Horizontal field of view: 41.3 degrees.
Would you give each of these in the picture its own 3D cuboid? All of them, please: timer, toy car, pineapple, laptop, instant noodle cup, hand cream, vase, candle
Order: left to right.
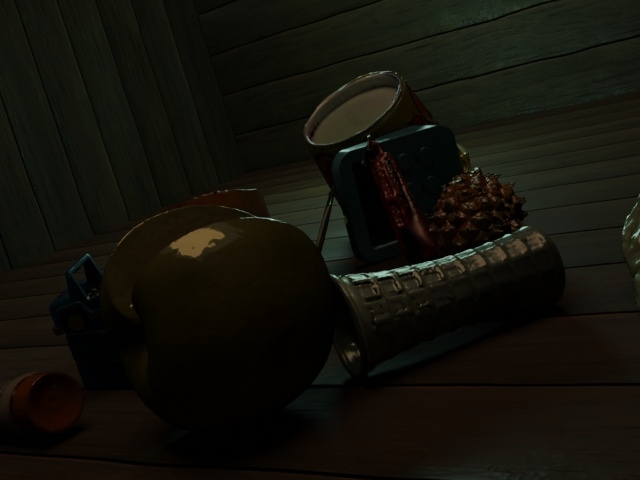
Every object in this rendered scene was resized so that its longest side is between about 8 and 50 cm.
[{"bbox_3d":[-0.468,0.244,1.266,0.140,0.089,0.314,-24,9,-40],"label":"hand cream"},{"bbox_3d":[-0.340,0.071,1.325,0.191,0.100,0.097,-22,16,13],"label":"toy car"},{"bbox_3d":[0.000,0.000,1.586,0.015,0.187,0.269,15,13,0],"label":"laptop"},{"bbox_3d":[0.130,-0.196,1.854,0.326,0.254,0.325,-26,33,18],"label":"instant noodle cup"},{"bbox_3d":[0.142,-0.074,1.534,0.059,0.301,0.084,1,-33,-39],"label":"candle"},{"bbox_3d":[0.159,-0.092,1.664,0.250,0.231,0.091,-22,15,-25],"label":"timer"},{"bbox_3d":[0.164,0.071,1.108,0.299,0.143,0.143,-17,11,-15],"label":"vase"},{"bbox_3d":[0.278,-0.025,1.368,0.176,0.161,0.137,-25,25,-32],"label":"pineapple"}]

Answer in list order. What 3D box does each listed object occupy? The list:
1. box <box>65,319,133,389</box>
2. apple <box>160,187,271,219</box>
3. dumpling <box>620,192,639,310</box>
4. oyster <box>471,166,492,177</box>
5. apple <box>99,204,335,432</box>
[{"bbox_3d":[-0.220,0.134,1.395,0.262,0.116,0.279,-10,11,34],"label":"box"},{"bbox_3d":[-0.220,0.012,1.828,0.251,0.163,0.293,-15,-13,-7],"label":"apple"},{"bbox_3d":[0.479,-0.033,0.977,0.270,0.211,0.320,-17,0,7],"label":"dumpling"},{"bbox_3d":[0.313,-0.120,1.987,0.214,0.083,0.223,-9,6,20],"label":"oyster"},{"bbox_3d":[-0.122,0.086,1.040,0.254,0.291,0.292,-13,7,-33],"label":"apple"}]
